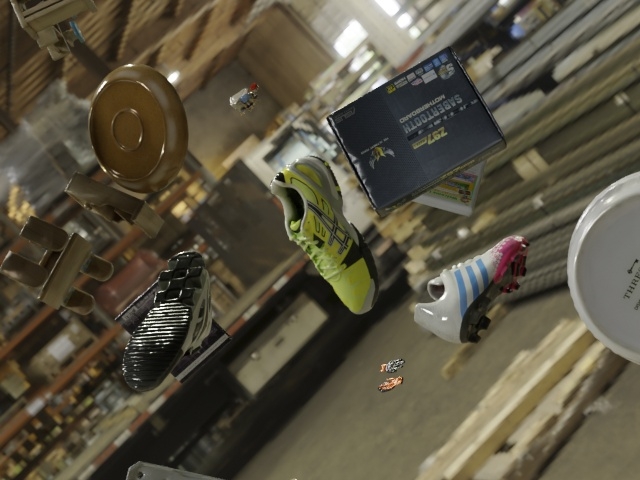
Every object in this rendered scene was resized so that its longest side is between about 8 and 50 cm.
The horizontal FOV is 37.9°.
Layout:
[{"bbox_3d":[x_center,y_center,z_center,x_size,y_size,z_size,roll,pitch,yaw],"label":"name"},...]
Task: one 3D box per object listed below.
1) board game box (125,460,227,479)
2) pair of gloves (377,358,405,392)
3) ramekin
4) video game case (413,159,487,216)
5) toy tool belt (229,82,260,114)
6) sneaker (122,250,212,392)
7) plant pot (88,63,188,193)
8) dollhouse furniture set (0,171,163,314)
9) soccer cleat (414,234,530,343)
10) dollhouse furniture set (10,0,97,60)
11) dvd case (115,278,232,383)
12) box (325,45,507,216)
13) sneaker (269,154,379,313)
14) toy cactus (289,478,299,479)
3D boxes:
[{"bbox_3d":[-0.166,0.587,1.490,0.050,0.390,0.389,149,136,-67],"label":"board game box"},{"bbox_3d":[0.165,0.312,2.153,0.074,0.010,0.083,-25,36,36],"label":"pair of gloves"},{"bbox_3d":[0.442,0.040,1.188,0.273,0.273,0.127,-43,-15,21],"label":"ramekin"},{"bbox_3d":[0.204,-0.134,1.798,0.193,0.213,0.023,-64,-13,-49],"label":"video game case"},{"bbox_3d":[-0.169,-0.330,2.188,0.083,0.051,0.052,-30,41,18],"label":"toy tool belt"},{"bbox_3d":[-0.275,0.184,1.823,0.123,0.146,0.330,-1,42,20],"label":"sneaker"},{"bbox_3d":[-0.338,-0.199,1.680,0.236,0.236,0.032,-42,-12,31],"label":"plant pot"},{"bbox_3d":[-0.431,0.020,1.738,0.242,0.161,0.212,-64,-17,-12],"label":"dollhouse furniture set"},{"bbox_3d":[0.298,0.075,1.821,0.331,0.143,0.116,-42,-39,-44],"label":"soccer cleat"},{"bbox_3d":[-0.489,-0.443,1.725,0.129,0.129,0.183,-25,-7,-2],"label":"dollhouse furniture set"},{"bbox_3d":[-0.340,0.205,2.165,0.164,0.221,0.018,-42,12,9],"label":"dvd case"},{"bbox_3d":[0.151,-0.172,1.483,0.233,0.183,0.059,-29,-16,9],"label":"box"},{"bbox_3d":[0.000,0.000,2.125,0.147,0.384,0.145,-22,-7,-41],"label":"sneaker"},{"bbox_3d":[-0.082,0.531,1.790,0.219,0.112,0.180,-8,17,32],"label":"toy cactus"}]
